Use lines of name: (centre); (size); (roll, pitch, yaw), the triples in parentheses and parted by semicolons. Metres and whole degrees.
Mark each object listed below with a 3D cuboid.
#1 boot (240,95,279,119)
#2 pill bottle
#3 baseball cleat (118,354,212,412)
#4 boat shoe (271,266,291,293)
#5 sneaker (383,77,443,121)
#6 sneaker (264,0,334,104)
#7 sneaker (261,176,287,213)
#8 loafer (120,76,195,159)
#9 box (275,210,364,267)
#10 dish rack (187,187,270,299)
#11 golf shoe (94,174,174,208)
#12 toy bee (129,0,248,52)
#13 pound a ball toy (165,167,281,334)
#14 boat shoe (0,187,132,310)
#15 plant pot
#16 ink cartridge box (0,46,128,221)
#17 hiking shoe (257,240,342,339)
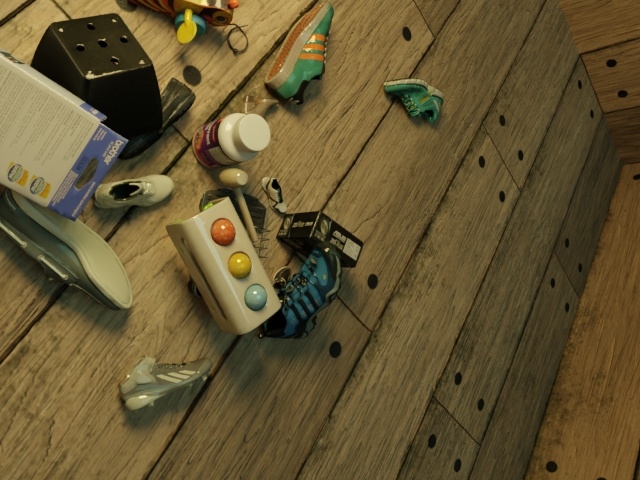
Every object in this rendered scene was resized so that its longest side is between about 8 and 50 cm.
boot: (-0.156, -0.323, 1.275); (0.118, 0.042, 0.087); (-7, 100, -39)
pill bottle: (-0.201, -0.228, 1.128); (0.108, 0.193, 0.108); (1, 88, -41)
baseball cleat: (-0.335, 0.286, 1.087); (0.206, 0.072, 0.109); (-25, 99, -42)
boat shoe: (-0.111, 0.118, 1.302); (0.125, 0.038, 0.046); (-47, 118, -31)
sneaker: (0.315, -0.466, 1.642); (0.275, 0.107, 0.110); (8, 94, -40)
sneaker: (-0.034, -0.502, 1.342); (0.121, 0.108, 0.302); (38, 74, -34)
sneaker: (-0.115, -0.116, 1.300); (0.040, 0.043, 0.109); (-44, 118, -34)
loafer: (-0.364, -0.265, 1.074); (0.078, 0.076, 0.223); (42, 64, -14)
box: (0.000, 0.000, 1.329); (0.180, 0.147, 0.078); (34, 68, -34)
dish rack: (-0.208, 0.014, 1.199); (0.208, 0.074, 0.272); (13, 80, -41)
golf shoe: (-0.379, -0.102, 1.046); (0.176, 0.086, 0.069); (-21, 101, -40)
toy bee: (-0.258, -0.539, 1.108); (0.298, 0.162, 0.195); (-18, 99, -39)
pound a ball toy: (-0.180, 0.015, 1.090); (0.208, 0.135, 0.319); (-35, 110, -36)
boat shoe: (-0.492, 0.026, 0.962); (0.099, 0.116, 0.319); (-27, 122, 7)
plant pot: (-0.409, -0.303, 0.923); (0.187, 0.167, 0.188); (-30, 82, -35)
ink cartridge box: (-0.496, -0.187, 0.809); (0.311, 0.065, 0.186); (34, 101, -20)
hiking shoe: (-0.047, 0.136, 1.228); (0.132, 0.113, 0.304); (-2, 125, -42)
